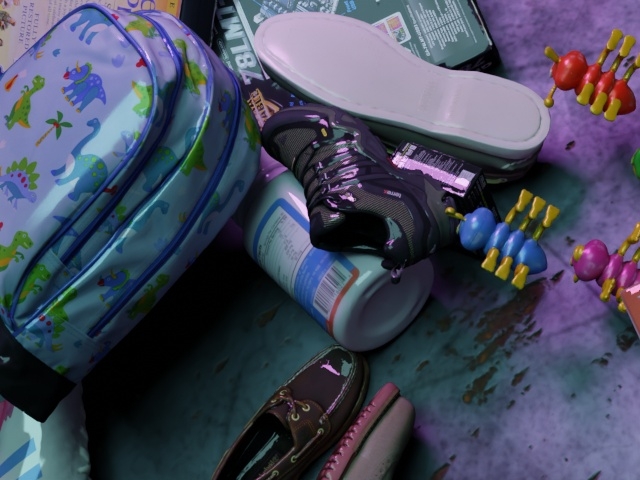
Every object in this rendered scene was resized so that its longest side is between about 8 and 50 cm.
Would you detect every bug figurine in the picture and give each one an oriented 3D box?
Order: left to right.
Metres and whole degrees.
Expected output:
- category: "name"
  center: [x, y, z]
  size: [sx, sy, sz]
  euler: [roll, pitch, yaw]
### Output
- category: "bug figurine"
  center: [0.255, -0.047, 1.488]
  size: [0.216, 0.072, 0.279]
  euler: [33, 71, -1]

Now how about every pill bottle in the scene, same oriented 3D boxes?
- category: "pill bottle"
  center: [0.000, 0.000, 1.599]
  size: [0.124, 0.124, 0.221]
  euler: [-45, 56, -1]

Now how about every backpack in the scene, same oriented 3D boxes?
- category: "backpack"
  center: [-0.225, -0.057, 1.542]
  size: [0.356, 0.273, 0.290]
  euler: [-33, 47, -4]

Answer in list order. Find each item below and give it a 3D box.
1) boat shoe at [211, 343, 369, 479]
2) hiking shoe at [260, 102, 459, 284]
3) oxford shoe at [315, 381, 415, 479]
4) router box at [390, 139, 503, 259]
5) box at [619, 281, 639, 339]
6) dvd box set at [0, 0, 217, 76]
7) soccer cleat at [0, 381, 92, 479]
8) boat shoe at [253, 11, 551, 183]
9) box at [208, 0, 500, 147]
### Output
- category: "boat shoe"
  center: [-0.030, 0.184, 1.554]
  size: [0.073, 0.073, 0.207]
  euler: [29, 79, 33]
- category: "hiking shoe"
  center: [0.017, -0.049, 1.499]
  size: [0.227, 0.086, 0.114]
  euler: [33, 49, 26]
- category: "oxford shoe"
  center: [0.030, 0.302, 1.466]
  size: [0.130, 0.123, 0.348]
  euler: [23, 74, 4]
- category: "router box"
  center: [0.124, -0.038, 1.562]
  size: [0.092, 0.122, 0.038]
  euler: [22, 68, 30]
- category: "box"
  center: [0.422, 0.166, 1.301]
  size: [0.215, 0.168, 0.345]
  euler: [-27, 58, 10]
- category: "dvd box set"
  center: [-0.305, -0.215, 1.783]
  size: [0.420, 0.062, 0.307]
  euler: [15, 102, 33]
- category: "soccer cleat"
  center: [-0.279, 0.233, 1.635]
  size: [0.143, 0.116, 0.331]
  euler: [16, 69, 6]
- category: "boat shoe"
  center: [0.074, -0.137, 1.587]
  size: [0.305, 0.091, 0.109]
  euler: [21, 61, 6]
- category: "box"
  center: [0.001, -0.263, 1.705]
  size: [0.293, 0.073, 0.295]
  euler: [-26, 78, 12]
